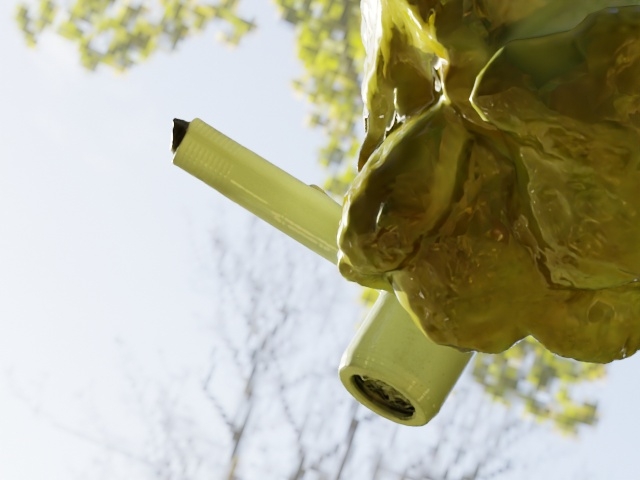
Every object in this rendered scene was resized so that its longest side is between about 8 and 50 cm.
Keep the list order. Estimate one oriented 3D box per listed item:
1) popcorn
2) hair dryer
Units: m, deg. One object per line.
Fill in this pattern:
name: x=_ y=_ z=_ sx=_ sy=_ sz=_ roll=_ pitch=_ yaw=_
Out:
popcorn: x=0.134 y=-0.061 z=1.005 sx=0.225 sy=0.276 sz=0.276 roll=5 pitch=-15 yaw=-31
hair dryer: x=0.000 y=0.000 z=1.180 sx=0.236 sy=0.131 sz=0.073 roll=34 pitch=-24 yaw=0
